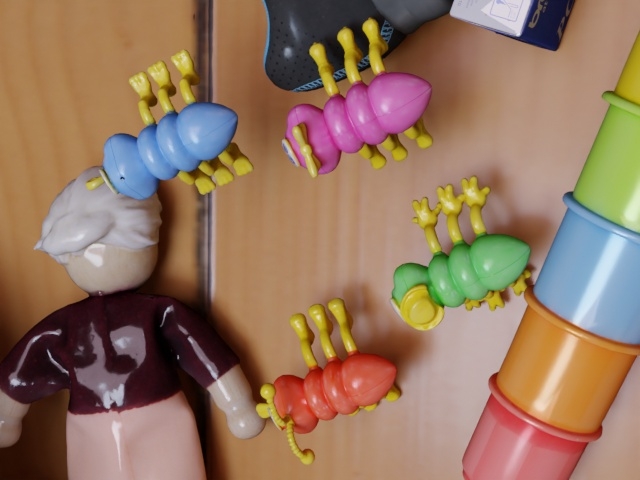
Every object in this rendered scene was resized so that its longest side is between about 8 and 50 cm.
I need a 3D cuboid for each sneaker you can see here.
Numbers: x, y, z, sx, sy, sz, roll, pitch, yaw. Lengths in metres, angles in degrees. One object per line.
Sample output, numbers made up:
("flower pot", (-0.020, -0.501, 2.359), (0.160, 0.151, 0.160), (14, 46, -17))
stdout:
("sneaker", (-0.056, -0.252, 0.594), (0.139, 0.125, 0.341), (-35, 82, 24))

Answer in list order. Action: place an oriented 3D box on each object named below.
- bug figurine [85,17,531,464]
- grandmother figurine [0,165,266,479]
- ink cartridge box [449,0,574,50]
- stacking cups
("bug figurine", (0.000, 0.000, 0.578), (0.216, 0.072, 0.279), (-28, 108, 17))
("grandmother figurine", (-0.146, 0.116, 0.697), (0.207, 0.104, 0.342), (-6, 92, -4))
("ink cartridge box", (0.139, -0.215, 0.531), (0.046, 0.097, 0.207), (23, 105, 22))
("stacking cups", (0.169, 0.019, 0.548), (0.096, 0.096, 0.316), (24, 105, 18))
